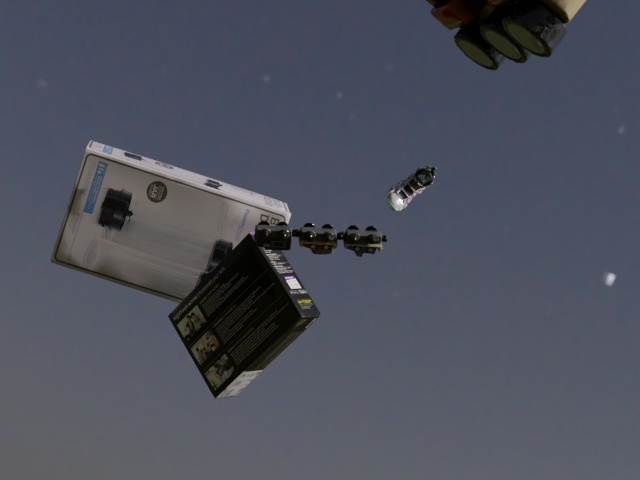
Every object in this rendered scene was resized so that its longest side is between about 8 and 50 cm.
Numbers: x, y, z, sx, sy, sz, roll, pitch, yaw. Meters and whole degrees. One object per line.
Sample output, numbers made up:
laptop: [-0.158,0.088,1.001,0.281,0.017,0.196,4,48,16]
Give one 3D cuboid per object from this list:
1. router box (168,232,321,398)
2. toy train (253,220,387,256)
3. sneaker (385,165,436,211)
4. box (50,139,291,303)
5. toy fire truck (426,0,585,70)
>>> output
router box: [-0.098,0.094,1.871,0.046,0.179,0.133,-1,53,-54]
toy train: [0.000,0.000,1.753,0.158,0.027,0.036,3,-59,-7]
sneaker: [0.139,-0.085,2.197,0.038,0.098,0.069,48,-46,-4]
box: [-0.201,-0.011,2.010,0.290,0.169,0.087,19,7,-9]
toy fire truck: [0.126,-0.278,1.443,0.246,0.158,0.217,40,-7,-12]
